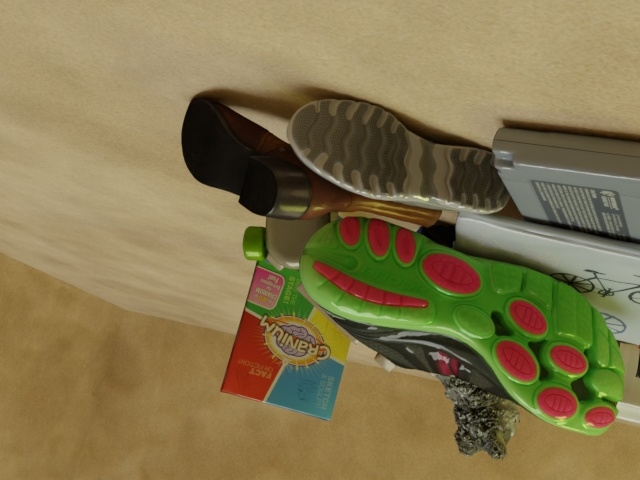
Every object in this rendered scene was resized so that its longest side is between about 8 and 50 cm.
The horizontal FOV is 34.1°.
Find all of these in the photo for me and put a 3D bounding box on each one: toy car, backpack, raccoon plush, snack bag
[{"bbox_3d":[-0.019,-0.027,1.596,0.155,0.149,0.188,2,177,11],"label":"toy car"},{"bbox_3d":[0.206,0.030,1.653,0.120,0.098,0.101,7,167,-5],"label":"backpack"},{"bbox_3d":[0.291,0.336,2.464,0.446,0.299,0.216,18,168,-10],"label":"raccoon plush"},{"bbox_3d":[0.331,0.050,1.427,0.323,0.037,0.342,13,159,14],"label":"snack bag"}]

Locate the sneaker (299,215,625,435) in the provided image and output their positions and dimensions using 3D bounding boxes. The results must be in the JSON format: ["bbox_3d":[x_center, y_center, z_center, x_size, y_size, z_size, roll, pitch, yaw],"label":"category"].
[{"bbox_3d":[0.197,0.111,1.432,0.483,0.185,0.202,28,167,0],"label":"sneaker"}]

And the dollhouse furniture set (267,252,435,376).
[{"bbox_3d":[0.134,0.034,1.772,0.355,0.303,0.174,43,122,-3],"label":"dollhouse furniture set"}]

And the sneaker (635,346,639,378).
[{"bbox_3d":[0.626,0.190,1.807,0.083,0.118,0.222,17,168,-7],"label":"sneaker"}]

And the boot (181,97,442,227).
[{"bbox_3d":[-0.015,-0.102,1.351,0.280,0.096,0.264,1,-160,-41],"label":"boot"}]

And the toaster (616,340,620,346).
[{"bbox_3d":[0.424,0.169,1.876,0.168,0.110,0.186,19,149,-12],"label":"toaster"}]

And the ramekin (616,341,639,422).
[{"bbox_3d":[0.683,0.312,2.264,0.277,0.135,0.277,14,168,3],"label":"ramekin"}]

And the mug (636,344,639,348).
[{"bbox_3d":[0.669,0.228,1.964,0.150,0.113,0.169,13,165,0],"label":"mug"}]

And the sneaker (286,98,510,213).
[{"bbox_3d":[0.083,-0.083,1.250,0.281,0.105,0.115,19,168,-18],"label":"sneaker"}]

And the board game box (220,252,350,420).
[{"bbox_3d":[-0.056,0.202,2.236,0.242,0.316,0.064,16,168,-7],"label":"board game box"}]

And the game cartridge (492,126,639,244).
[{"bbox_3d":[0.326,-0.052,1.225,0.198,0.062,0.297,6,165,22],"label":"game cartridge"}]
